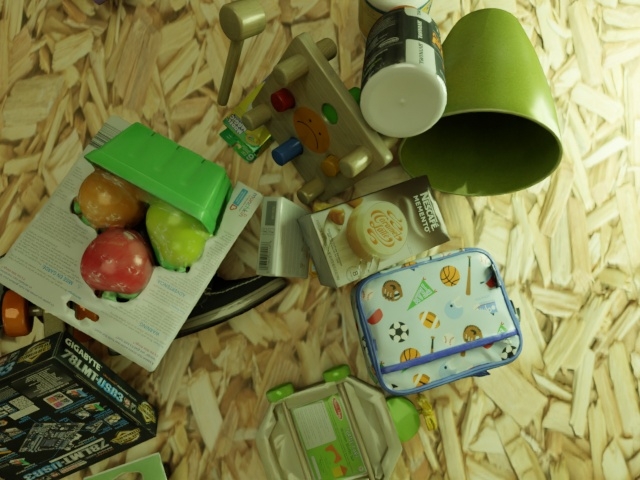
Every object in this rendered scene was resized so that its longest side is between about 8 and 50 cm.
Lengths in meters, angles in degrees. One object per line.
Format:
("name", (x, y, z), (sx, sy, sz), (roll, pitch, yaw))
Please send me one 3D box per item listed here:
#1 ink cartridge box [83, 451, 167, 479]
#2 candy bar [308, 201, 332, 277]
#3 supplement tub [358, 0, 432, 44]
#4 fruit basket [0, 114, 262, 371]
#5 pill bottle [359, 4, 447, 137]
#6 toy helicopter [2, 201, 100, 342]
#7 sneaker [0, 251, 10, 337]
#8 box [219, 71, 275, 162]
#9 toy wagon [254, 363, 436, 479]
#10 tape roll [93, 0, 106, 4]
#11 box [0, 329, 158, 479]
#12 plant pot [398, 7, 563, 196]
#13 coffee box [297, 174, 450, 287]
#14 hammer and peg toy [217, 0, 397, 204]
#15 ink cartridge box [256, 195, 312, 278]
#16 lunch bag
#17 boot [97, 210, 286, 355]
("ink cartridge box", (-0.355, 0.558, 0.874), (0.171, 0.056, 0.234), (-20, 80, 2))
("candy bar", (0.000, 0.000, 0.924), (0.040, 0.018, 0.161), (4, 84, 5))
("supplement tub", (0.147, -0.471, 0.870), (0.145, 0.199, 0.144), (0, 84, 4))
("fruit basket", (-0.325, -0.008, 0.768), (0.327, 0.165, 0.352), (28, 81, 5))
("pill bottle", (0.136, -0.294, 0.723), (0.131, 0.130, 0.245), (5, 51, 5))
("toy helicopter", (-0.519, 0.062, 0.888), (0.140, 0.235, 0.354), (-3, 59, -22))
("sneaker", (-0.704, 0.139, 0.934), (0.108, 0.100, 0.271), (32, 84, -17))
("box", (-0.129, -0.264, 0.950), (0.105, 0.043, 0.179), (44, 90, 7))
("toy wagon", (0.054, 0.383, 0.855), (0.345, 0.068, 0.267), (-19, 83, 1))
("tape roll", (-0.511, -0.619, 0.942), (0.080, 0.189, 0.188), (-32, 83, 1))
("box", (-0.513, 0.330, 0.814), (0.296, 0.293, 0.073), (-24, 38, 3))
("plant pot", (0.303, -0.276, 0.830), (0.275, 0.274, 0.293), (10, 69, 5))
("coffee box", (0.100, -0.020, 0.832), (0.247, 0.098, 0.141), (-21, 93, -18))
("hammer and peg toy", (-0.044, -0.250, 0.813), (0.127, 0.266, 0.361), (-40, 97, -27))
("ink cartridge box", (-0.065, 0.000, 0.852), (0.045, 0.179, 0.145), (3, 84, 15))
("lunch bag", (0.220, 0.153, 0.821), (0.304, 0.115, 0.243), (-13, 79, -8))
("boot", (-0.285, 0.046, 0.887), (0.378, 0.138, 0.284), (-21, 83, 7))
